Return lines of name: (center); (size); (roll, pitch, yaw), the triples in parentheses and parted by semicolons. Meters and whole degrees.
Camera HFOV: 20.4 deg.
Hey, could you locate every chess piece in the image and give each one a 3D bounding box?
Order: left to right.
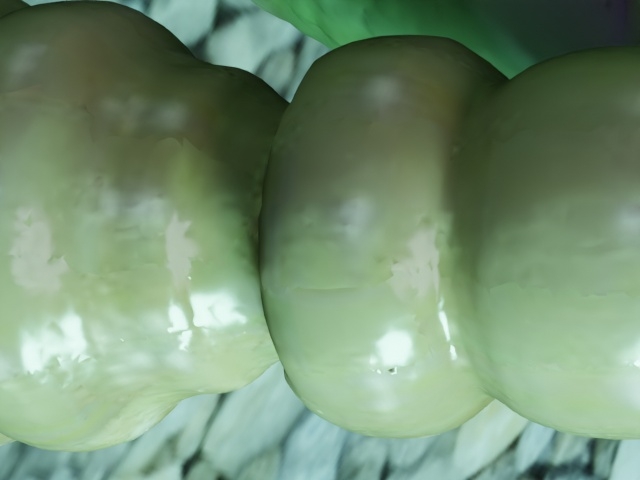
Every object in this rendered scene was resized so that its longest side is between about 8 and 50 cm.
chess piece: (0.000, 0.000, 0.480); (0.142, 0.260, 0.143); (4, 90, -65)

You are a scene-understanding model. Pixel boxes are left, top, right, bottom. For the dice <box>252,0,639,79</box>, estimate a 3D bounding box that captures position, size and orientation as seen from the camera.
dice: (0.100, -0.244, 0.545); (0.322, 0.330, 0.318); (-40, 136, -23)
